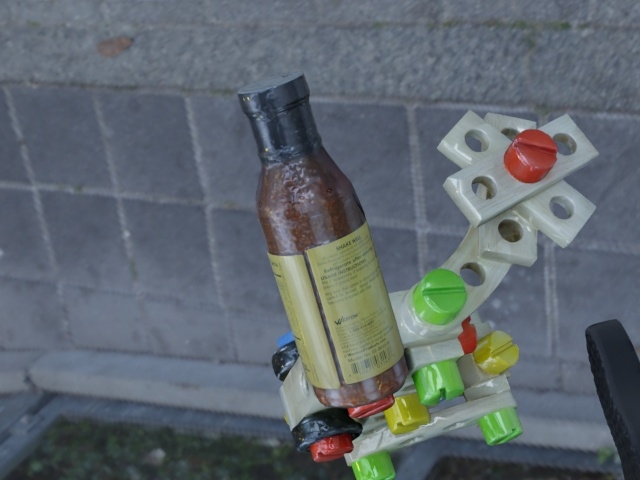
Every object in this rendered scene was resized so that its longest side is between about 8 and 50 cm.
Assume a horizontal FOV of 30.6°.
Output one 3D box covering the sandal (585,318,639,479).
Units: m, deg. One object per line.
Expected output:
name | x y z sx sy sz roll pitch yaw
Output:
sandal | 0.113 0.071 0.351 0.040 0.179 0.067 -12 110 9

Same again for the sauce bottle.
sauce bottle | 0.000 0.000 0.446 0.042 0.042 0.128 -3 110 33

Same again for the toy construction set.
toy construction set | 0.080 0.063 0.802 0.328 0.215 0.151 102 151 -49
